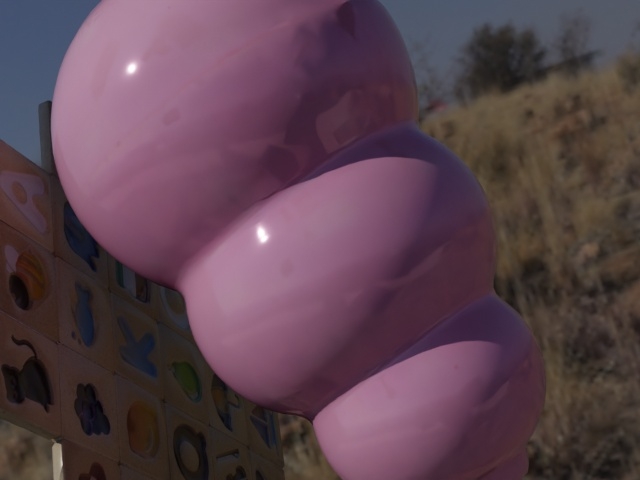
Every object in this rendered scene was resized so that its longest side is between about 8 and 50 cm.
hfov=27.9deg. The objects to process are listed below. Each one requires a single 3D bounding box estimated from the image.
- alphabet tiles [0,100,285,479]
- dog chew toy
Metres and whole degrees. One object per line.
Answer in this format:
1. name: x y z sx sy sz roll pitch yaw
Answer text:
1. alphabet tiles: -0.107 0.079 0.829 0.011 0.285 0.342 -19 -30 18
2. dog chew toy: 0.000 0.000 0.705 0.206 0.332 0.206 -34 -8 -5
